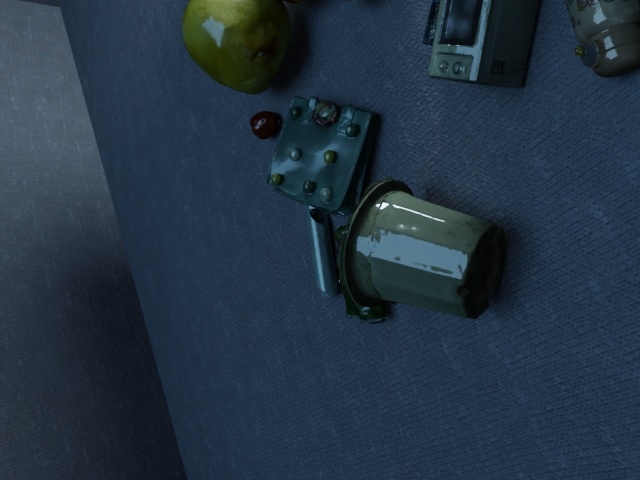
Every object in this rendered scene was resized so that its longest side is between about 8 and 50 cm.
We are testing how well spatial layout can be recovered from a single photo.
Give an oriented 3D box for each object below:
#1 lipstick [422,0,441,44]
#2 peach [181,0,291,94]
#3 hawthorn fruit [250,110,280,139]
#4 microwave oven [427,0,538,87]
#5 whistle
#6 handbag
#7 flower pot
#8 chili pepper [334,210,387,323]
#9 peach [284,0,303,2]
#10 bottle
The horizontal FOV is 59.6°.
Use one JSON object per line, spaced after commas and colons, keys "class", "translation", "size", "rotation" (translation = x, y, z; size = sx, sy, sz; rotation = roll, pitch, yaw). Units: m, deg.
{"class": "lipstick", "translation": [0.271, -0.550, 1.114], "size": [0.051, 0.051, 0.313], "rotation": [32, 118, 46]}
{"class": "peach", "translation": [-0.225, -0.574, 1.538], "size": [0.282, 0.314, 0.315], "rotation": [-50, 20, -1]}
{"class": "hawthorn fruit", "translation": [-0.159, -0.348, 1.662], "size": [0.093, 0.081, 0.081], "rotation": [-19, 78, 21]}
{"class": "microwave oven", "translation": [0.294, -0.391, 1.016], "size": [0.129, 0.163, 0.205], "rotation": [25, 113, 46]}
{"class": "whistle", "translation": [0.000, 0.000, 1.514], "size": [0.062, 0.062, 0.313], "rotation": [-10, 87, 51]}
{"class": "handbag", "translation": [-0.006, -0.218, 1.411], "size": [0.268, 0.100, 0.274], "rotation": [24, 102, 37]}
{"class": "flower pot", "translation": [0.211, 0.036, 1.116], "size": [0.259, 0.290, 0.291], "rotation": [18, 109, 37]}
{"class": "chili pepper", "translation": [0.095, 0.062, 1.380], "size": [0.136, 0.099, 0.271], "rotation": [-168, 68, -75]}
{"class": "peach", "translation": [-0.055, -0.691, 1.394], "size": [0.192, 0.190, 0.190], "rotation": [38, 122, 40]}
{"class": "bottle", "translation": [0.441, -0.363, 0.881], "size": [0.097, 0.109, 0.209], "rotation": [123, 136, -78]}
